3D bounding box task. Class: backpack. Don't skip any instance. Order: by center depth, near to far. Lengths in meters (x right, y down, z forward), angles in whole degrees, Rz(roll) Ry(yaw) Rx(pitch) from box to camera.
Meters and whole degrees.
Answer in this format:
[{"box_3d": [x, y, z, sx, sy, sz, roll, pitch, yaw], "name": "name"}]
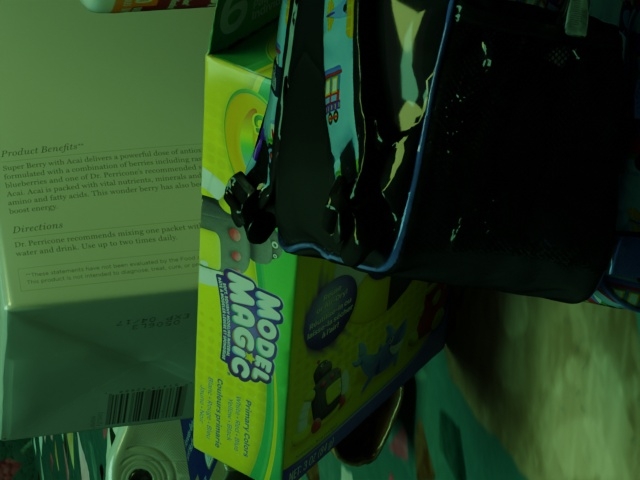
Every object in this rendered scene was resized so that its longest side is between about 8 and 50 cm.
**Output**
[{"box_3d": [0.049, -0.073, 0.612, 0.158, 0.117, 0.173, -171, 89, -74], "name": "backpack"}]

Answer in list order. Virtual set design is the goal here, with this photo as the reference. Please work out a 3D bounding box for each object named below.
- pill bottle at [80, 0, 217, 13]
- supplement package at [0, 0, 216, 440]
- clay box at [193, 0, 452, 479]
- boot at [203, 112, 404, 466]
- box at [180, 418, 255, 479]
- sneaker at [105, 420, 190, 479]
[{"box_3d": [-0.029, -0.143, 0.823, 0.086, 0.152, 0.086, 174, 90, -76], "name": "pill bottle"}, {"box_3d": [-0.134, -0.048, 1.230, 0.175, 0.178, 0.293, 106, 155, -57], "name": "supplement package"}, {"box_3d": [0.009, -0.022, 0.776, 0.053, 0.127, 0.222, 26, 131, 26], "name": "clay box"}, {"box_3d": [0.000, 0.000, 0.954, 0.152, 0.073, 0.197, -126, 28, -59], "name": "boot"}, {"box_3d": [-0.080, 0.076, 1.364, 0.136, 0.037, 0.225, 113, 150, -63], "name": "box"}, {"box_3d": [-0.131, 0.138, 1.528, 0.121, 0.079, 0.216, 162, 110, -79], "name": "sneaker"}]
